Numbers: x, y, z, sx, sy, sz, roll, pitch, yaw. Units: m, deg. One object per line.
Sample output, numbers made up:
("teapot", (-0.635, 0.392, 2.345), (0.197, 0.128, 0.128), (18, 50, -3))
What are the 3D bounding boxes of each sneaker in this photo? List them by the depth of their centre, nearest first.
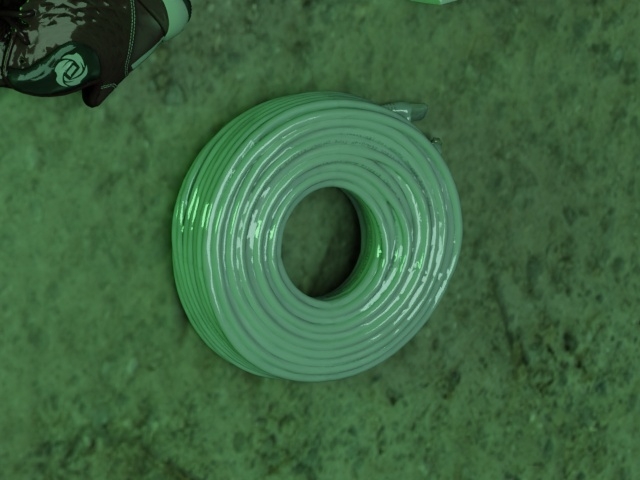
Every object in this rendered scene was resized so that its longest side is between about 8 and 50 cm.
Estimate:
("sneaker", (-0.241, -0.205, 1.440), (0.281, 0.106, 0.162), (41, 84, -28))

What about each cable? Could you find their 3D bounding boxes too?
("cable", (0.000, 0.000, 1.608), (0.257, 0.089, 0.257), (3, 98, -28))

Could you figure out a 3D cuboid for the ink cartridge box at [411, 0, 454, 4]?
("ink cartridge box", (0.159, -0.281, 1.651), (0.180, 0.060, 0.104), (-19, 107, -23))
